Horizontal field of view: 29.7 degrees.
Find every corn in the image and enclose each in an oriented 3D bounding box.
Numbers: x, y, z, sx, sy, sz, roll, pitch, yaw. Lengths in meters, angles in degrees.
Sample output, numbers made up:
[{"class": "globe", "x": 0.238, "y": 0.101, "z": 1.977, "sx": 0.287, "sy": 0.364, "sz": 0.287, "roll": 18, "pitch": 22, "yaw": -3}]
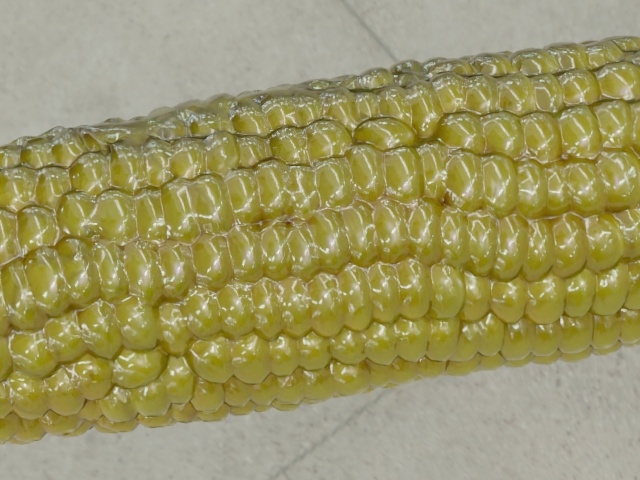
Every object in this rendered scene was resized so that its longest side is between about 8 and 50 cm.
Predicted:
[{"class": "corn", "x": 0.000, "y": 0.000, "z": 0.359, "sx": 0.310, "sy": 0.101, "sz": 0.101, "roll": -10, "pitch": 61, "yaw": -4}]
